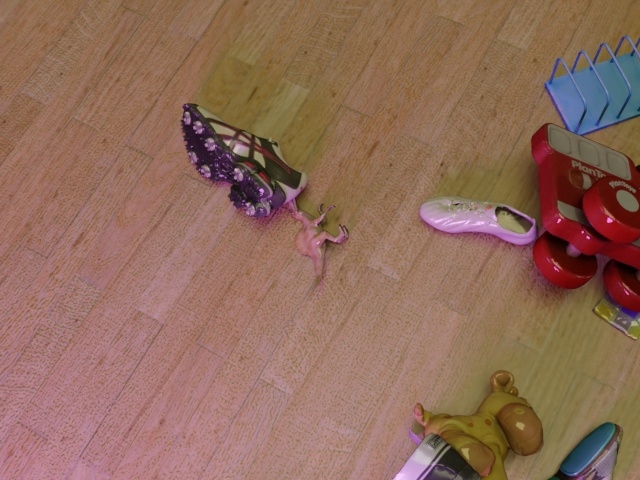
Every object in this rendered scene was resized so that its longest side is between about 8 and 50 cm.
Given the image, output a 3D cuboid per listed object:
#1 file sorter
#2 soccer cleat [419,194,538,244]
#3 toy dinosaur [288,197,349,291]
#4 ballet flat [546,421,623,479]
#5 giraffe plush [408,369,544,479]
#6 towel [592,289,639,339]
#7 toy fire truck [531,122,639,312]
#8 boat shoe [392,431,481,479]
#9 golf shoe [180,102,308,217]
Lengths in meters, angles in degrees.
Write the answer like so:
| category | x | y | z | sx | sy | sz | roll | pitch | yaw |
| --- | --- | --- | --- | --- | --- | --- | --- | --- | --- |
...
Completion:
| category | x | y | z | sx | sy | sz | roll | pitch | yaw |
| --- | --- | --- | --- | --- | --- | --- | --- | --- | --- |
| file sorter | 0.496 | -0.272 | 1.345 | 0.170 | 0.104 | 0.118 | -19 | 70 | -2 |
| soccer cleat | 0.262 | -0.041 | 1.297 | 0.196 | 0.076 | 0.068 | 14 | 72 | 10 |
| toy dinosaur | 0.000 | 0.000 | 1.329 | 0.093 | 0.053 | 0.183 | -25 | 61 | 12 |
| ballet flat | 0.370 | 0.363 | 1.149 | 0.221 | 0.077 | 0.079 | -41 | 90 | -5 |
| giraffe plush | 0.252 | 0.293 | 1.151 | 0.171 | 0.181 | 0.210 | -25 | 34 | -15 |
| towel | 0.483 | 0.113 | 1.255 | 0.083 | 0.009 | 0.060 | 39 | 77 | 17 |
| toy fire truck | 0.473 | -0.048 | 1.226 | 0.302 | 0.169 | 0.253 | 19 | 51 | -11 |
| boat shoe | 0.114 | 0.403 | 1.070 | 0.105 | 0.113 | 0.306 | 38 | 110 | 21 |
| golf shoe | -0.143 | -0.148 | 1.377 | 0.120 | 0.105 | 0.273 | -26 | 60 | -35 |
